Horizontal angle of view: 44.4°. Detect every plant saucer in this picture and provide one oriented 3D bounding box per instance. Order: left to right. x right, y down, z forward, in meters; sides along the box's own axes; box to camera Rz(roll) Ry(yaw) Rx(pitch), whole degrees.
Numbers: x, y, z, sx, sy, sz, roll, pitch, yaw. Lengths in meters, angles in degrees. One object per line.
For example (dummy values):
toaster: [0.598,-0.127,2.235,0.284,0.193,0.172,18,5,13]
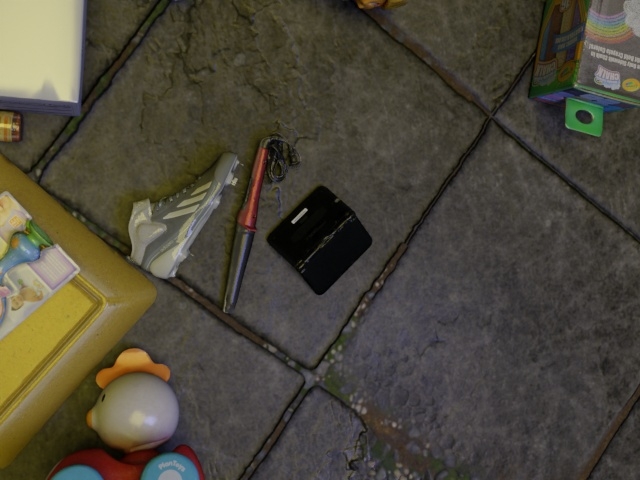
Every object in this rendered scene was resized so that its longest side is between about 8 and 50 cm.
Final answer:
plant saucer: [-0.441,0.089,1.027,0.333,0.081,0.333,43,81,-13]

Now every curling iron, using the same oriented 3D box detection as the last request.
curling iron: [-0.093,-0.025,1.139,0.068,0.035,0.274,19,87,-15]

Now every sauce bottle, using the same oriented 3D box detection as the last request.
sauce bottle: [-0.459,-0.153,1.030,0.128,0.042,0.042,1,92,-15]

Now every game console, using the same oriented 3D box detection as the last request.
game console: [0.000,0.000,1.179,0.107,0.071,0.122,42,80,17]

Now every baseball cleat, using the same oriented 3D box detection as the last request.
baseball cleat: [-0.198,-0.051,1.092,0.109,0.072,0.206,30,81,-8]

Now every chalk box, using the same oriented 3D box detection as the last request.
chalk box: [0.422,-0.272,1.222,0.132,0.132,0.213,11,90,-17]

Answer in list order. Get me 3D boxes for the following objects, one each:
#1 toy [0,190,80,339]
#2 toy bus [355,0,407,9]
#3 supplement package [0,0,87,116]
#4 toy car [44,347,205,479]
toy: [-0.431,0.066,0.958,0.237,0.056,0.137,-43,101,-10]
toy bus: [0.013,-0.424,1.104,0.211,0.149,0.220,-14,99,-1]
supplement package: [-0.400,-0.302,0.986,0.203,0.145,0.262,3,92,-15]
toy car: [-0.267,0.264,1.049,0.210,0.219,0.238,-4,64,-14]
